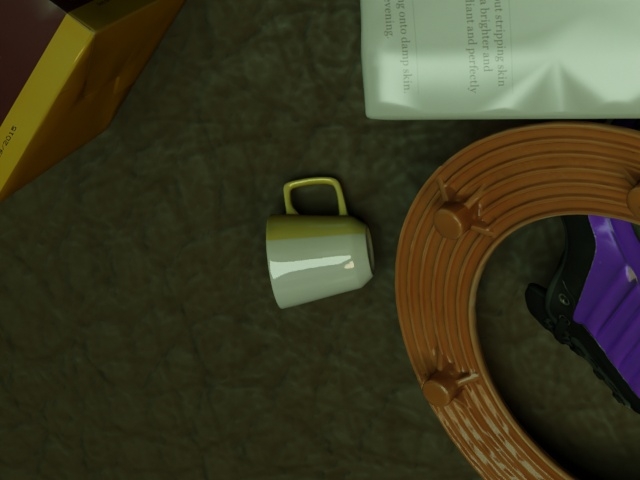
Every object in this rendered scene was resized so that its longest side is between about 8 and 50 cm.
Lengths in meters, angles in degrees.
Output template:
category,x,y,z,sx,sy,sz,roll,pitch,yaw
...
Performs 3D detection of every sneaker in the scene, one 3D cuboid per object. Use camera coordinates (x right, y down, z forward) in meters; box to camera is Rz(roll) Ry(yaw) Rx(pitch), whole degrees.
category,x,y,z,sx,sy,sz,roll,pitch,yaw
sneaker,0.208,0.054,1.048,0.146,0.102,0.293,-6,112,33

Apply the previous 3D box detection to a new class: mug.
category,x,y,z,sx,sy,sz,roll,pitch,yaw
mug,0.000,0.003,1.102,0.064,0.062,0.078,-7,112,9

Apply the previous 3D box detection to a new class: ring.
category,x,y,z,sx,sy,sz,roll,pitch,yaw
ring,0.178,0.084,0.998,0.337,0.032,0.336,24,133,28

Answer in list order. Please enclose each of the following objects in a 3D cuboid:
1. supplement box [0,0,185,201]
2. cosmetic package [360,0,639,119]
category,x,y,z,sx,sy,sz,roll,pitch,yaw
supplement box,-0.212,-0.150,1.035,0.194,0.191,0.129,36,112,1
cosmetic package,0.218,-0.183,0.934,0.385,0.156,0.217,2,108,13
